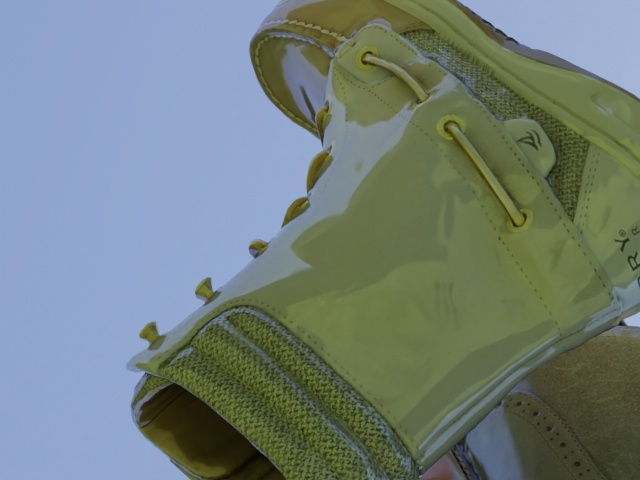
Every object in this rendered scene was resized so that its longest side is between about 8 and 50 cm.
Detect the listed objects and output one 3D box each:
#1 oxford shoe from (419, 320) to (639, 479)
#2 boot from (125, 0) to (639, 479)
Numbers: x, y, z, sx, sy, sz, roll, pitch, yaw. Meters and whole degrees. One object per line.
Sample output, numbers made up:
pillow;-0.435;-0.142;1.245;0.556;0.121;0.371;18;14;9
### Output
oxford shoe;0.128;0.097;0.660;0.130;0.123;0.348;-61;-152;7
boot;0.000;0.000;0.674;0.203;0.095;0.262;-39;-138;-15
